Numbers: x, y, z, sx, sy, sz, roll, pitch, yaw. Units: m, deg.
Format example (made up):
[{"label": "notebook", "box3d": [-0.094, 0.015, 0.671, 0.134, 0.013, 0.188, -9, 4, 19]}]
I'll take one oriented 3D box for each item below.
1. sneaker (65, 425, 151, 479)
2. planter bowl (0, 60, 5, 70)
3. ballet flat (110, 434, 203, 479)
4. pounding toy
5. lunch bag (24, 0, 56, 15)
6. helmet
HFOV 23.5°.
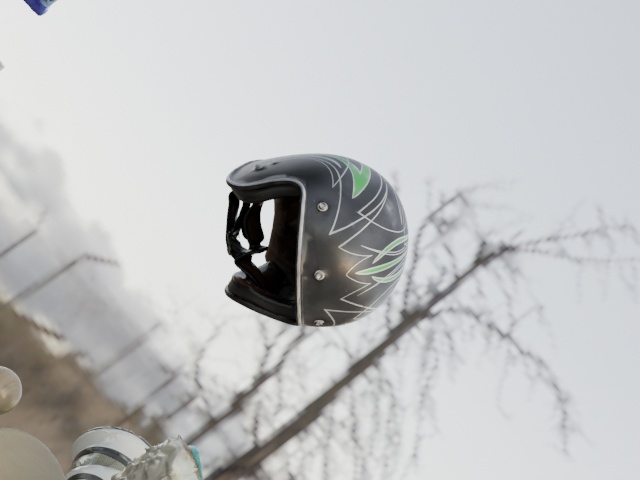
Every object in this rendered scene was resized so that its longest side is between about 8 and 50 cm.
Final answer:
[{"label": "sneaker", "box3d": [-0.240, 0.505, 2.211, 0.447, 0.169, 0.257, 54, 27, -24]}, {"label": "planter bowl", "box3d": [-0.385, -0.181, 1.406, 0.162, 0.109, 0.162, 46, -1, 1]}, {"label": "ballet flat", "box3d": [-0.207, 0.345, 1.653, 0.147, 0.147, 0.409, 49, -30, 20]}, {"label": "pounding toy", "box3d": [-0.382, 0.269, 1.655, 0.110, 0.183, 0.237, -6, -77, 42]}, {"label": "lunch bag", "box3d": [-0.180, -0.354, 1.403, 0.138, 0.221, 0.293, 42, 26, 0]}, {"label": "helmet", "box3d": [0.000, 0.000, 1.373, 0.161, 0.169, 0.169, 14, -35, 32]}]
